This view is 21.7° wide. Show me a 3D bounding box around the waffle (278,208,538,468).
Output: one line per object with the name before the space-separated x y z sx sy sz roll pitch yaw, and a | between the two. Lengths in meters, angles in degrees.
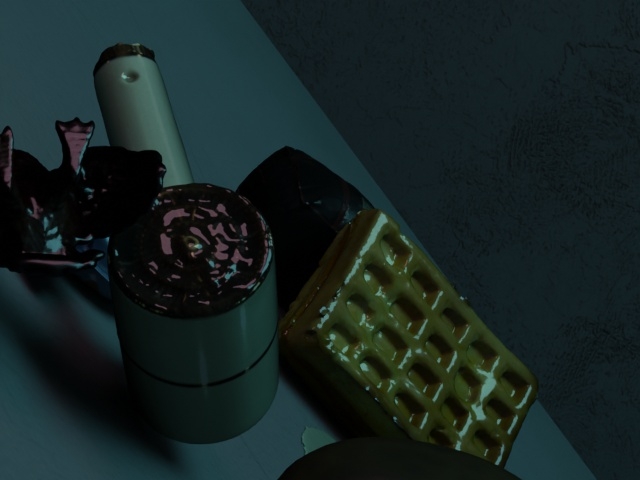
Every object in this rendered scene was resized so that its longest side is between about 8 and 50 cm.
waffle | 0.101 0.142 1.920 0.327 0.098 0.224 47 50 -22

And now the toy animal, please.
toy animal | -0.224 -0.015 1.218 0.179 0.218 0.116 -25 -98 67

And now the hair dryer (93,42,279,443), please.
hair dryer | -0.129 -0.033 1.373 0.203 0.128 0.362 89 -16 -55

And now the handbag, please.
handbag | 0.000 0.000 2.039 0.215 0.155 0.169 43 10 -31

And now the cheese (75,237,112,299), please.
cheese | -0.203 -0.002 1.455 0.135 0.052 0.245 54 11 19

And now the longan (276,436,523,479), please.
longan | 0.069 0.278 1.259 0.300 0.300 0.243 49 52 -23

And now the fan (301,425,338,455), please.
fan | 0.084 0.322 1.769 0.329 0.009 0.191 51 10 -11
